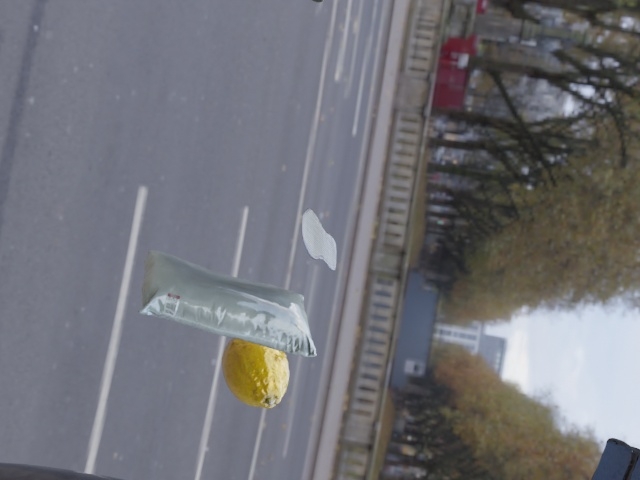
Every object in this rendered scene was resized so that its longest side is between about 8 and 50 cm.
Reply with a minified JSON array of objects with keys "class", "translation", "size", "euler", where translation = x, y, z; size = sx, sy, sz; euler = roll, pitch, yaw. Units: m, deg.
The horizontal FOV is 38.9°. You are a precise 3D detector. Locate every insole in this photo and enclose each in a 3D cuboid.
[{"class":"insole","translation":[0.000,0.000,1.580],"size":[0.253,0.005,0.086],"euler":[43,46,-72]}]

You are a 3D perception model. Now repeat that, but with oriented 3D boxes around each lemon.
[{"class":"lemon","translation":[-0.108,0.222,1.543],"size":[0.114,0.114,0.155],"euler":[92,-23,-44]}]

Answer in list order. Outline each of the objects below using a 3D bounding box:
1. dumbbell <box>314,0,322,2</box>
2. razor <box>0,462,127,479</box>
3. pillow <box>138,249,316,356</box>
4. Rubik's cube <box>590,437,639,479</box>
[{"class":"dumbbell","translation":[0.023,-0.381,1.263],"size":[0.118,0.052,0.046],"euler":[-41,139,-17]},{"class":"razor","translation":[-0.152,0.217,0.507],"size":[0.113,0.349,0.204],"euler":[-47,133,-50]},{"class":"pillow","translation":[-0.128,0.085,1.269],"size":[0.144,0.254,0.078],"euler":[-103,-148,-64]},{"class":"Rubik's cube","translation":[0.370,0.320,0.917],"size":[0.183,0.180,0.167],"euler":[153,-38,-84]}]
